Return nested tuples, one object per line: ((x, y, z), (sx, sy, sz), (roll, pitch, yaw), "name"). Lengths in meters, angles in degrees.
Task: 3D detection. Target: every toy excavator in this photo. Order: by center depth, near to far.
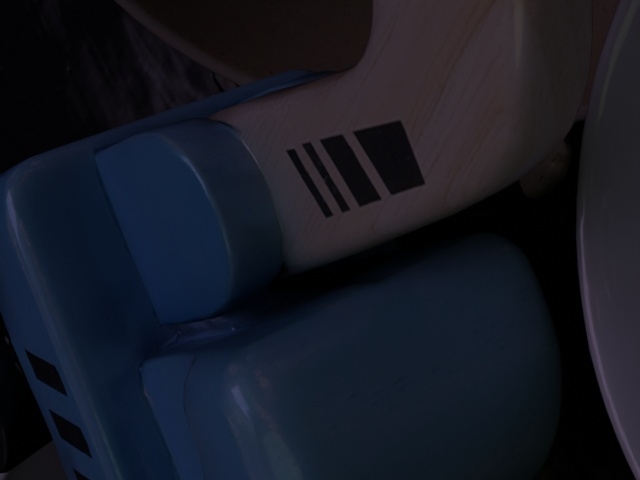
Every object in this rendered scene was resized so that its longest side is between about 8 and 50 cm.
((0.000, 0.000, 0.470), (0.445, 0.222, 0.433), (-12, 99, 54), "toy excavator")

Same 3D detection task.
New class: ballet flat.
((0.067, -0.052, 0.663), (0.173, 0.049, 0.057), (14, 95, 49), "ballet flat")

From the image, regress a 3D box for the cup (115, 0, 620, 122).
((0.050, -0.240, 0.555), (0.331, 0.331, 0.237), (-19, 44, 46), "cup")

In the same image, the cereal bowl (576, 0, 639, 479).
((0.246, -0.006, 0.361), (0.339, 0.141, 0.339), (5, 96, 56), "cereal bowl")

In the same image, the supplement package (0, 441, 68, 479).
((-0.181, 0.097, 0.859), (0.139, 0.134, 0.244), (48, 118, 42), "supplement package")
